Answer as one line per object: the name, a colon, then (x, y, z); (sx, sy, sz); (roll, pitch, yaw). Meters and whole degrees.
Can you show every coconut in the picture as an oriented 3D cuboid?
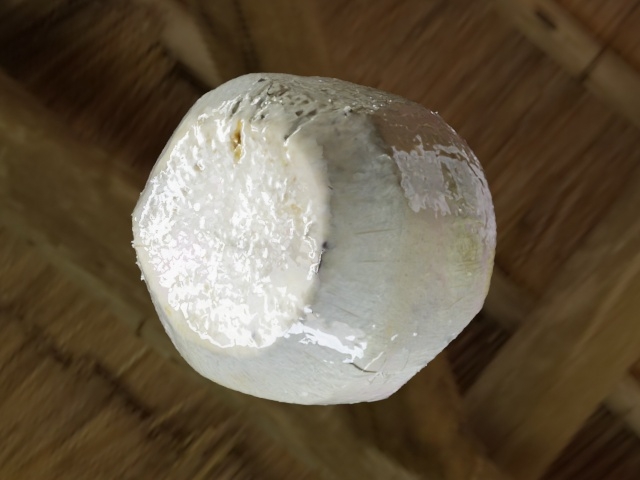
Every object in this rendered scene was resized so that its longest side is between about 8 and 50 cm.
coconut: (0.000, -0.002, 1.155); (0.230, 0.227, 0.227); (4, -128, -58)
